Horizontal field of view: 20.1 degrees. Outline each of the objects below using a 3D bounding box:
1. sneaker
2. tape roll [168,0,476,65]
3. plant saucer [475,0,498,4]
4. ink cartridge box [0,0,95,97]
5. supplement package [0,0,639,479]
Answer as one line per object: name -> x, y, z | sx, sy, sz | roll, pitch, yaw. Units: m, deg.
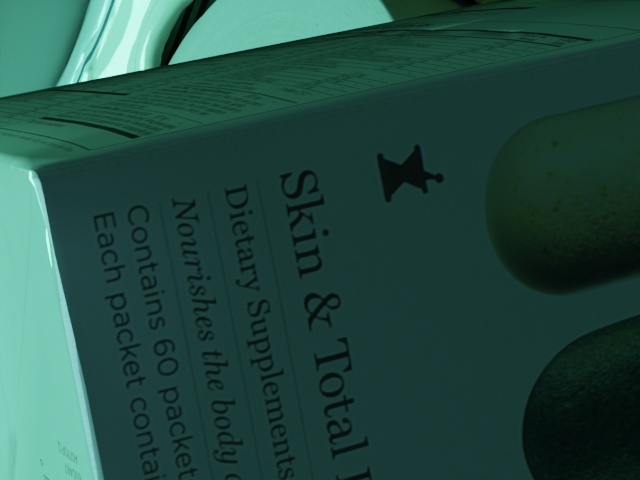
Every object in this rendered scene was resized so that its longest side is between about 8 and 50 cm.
sneaker -> -0.092, -0.054, 0.937 | 0.091, 0.094, 0.258 | 40, 121, 46
tape roll -> 0.000, 0.000, 0.728 | 0.219, 0.072, 0.219 | -21, 64, 51
plant saucer -> 0.066, -0.130, 0.676 | 0.083, 0.015, 0.083 | 166, 90, -69
ink cartridge box -> -0.184, -0.148, 1.038 | 0.232, 0.171, 0.168 | 40, 140, 46
supplement package -> 0.038, 0.041, 0.508 | 0.198, 0.262, 0.199 | -166, 64, -66
